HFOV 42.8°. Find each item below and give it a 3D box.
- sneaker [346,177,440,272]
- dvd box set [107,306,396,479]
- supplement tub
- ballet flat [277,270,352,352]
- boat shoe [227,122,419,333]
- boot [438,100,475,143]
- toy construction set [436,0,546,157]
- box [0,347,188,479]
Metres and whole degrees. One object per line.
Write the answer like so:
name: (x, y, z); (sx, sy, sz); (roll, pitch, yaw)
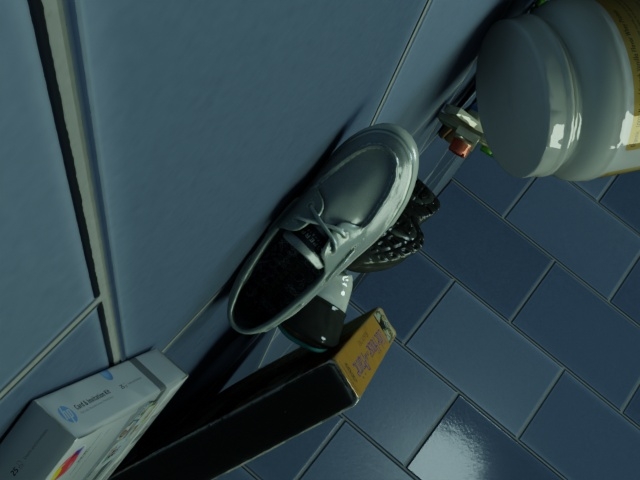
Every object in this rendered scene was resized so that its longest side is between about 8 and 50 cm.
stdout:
sneaker: (0.076, -0.005, 1.116); (0.130, 0.109, 0.286); (-47, 174, 28)
dvd box set: (-0.061, 0.208, 1.087); (0.308, 0.062, 0.420); (-29, 177, 12)
supplement tub: (0.377, -0.197, 1.015); (0.316, 0.228, 0.228); (-11, 162, -12)
ballet flat: (-0.008, 0.069, 1.038); (0.096, 0.095, 0.280); (-61, -176, 1)
boat shoe: (-0.001, 0.000, 0.693); (0.227, 0.079, 0.081); (-50, 179, 24)
boot: (0.349, -0.224, 1.377); (0.305, 0.115, 0.112); (-27, -178, 6)
toy construction set: (0.315, -0.235, 1.213); (0.328, 0.151, 0.215); (-45, -168, 1)
box: (-0.174, 0.152, 0.551); (0.145, 0.038, 0.186); (-52, 174, 8)
